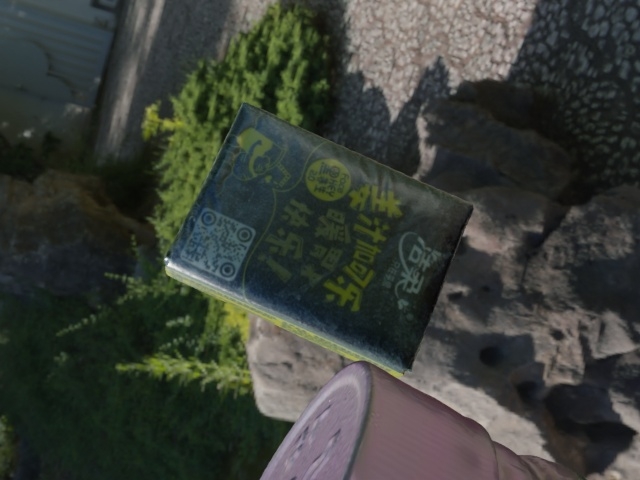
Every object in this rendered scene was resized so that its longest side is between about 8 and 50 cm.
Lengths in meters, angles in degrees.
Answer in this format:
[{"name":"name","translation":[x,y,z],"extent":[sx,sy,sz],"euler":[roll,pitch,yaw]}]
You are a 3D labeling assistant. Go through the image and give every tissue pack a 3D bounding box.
[{"name":"tissue pack","translation":[0.000,0.000,0.798],"extent":[0.081,0.257,0.185],"euler":[116,178,-75]}]

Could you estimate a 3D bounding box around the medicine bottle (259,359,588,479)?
[{"name":"medicine bottle","translation":[0.112,0.232,0.448],"extent":[0.212,0.325,0.212],"euler":[-58,4,7]}]
